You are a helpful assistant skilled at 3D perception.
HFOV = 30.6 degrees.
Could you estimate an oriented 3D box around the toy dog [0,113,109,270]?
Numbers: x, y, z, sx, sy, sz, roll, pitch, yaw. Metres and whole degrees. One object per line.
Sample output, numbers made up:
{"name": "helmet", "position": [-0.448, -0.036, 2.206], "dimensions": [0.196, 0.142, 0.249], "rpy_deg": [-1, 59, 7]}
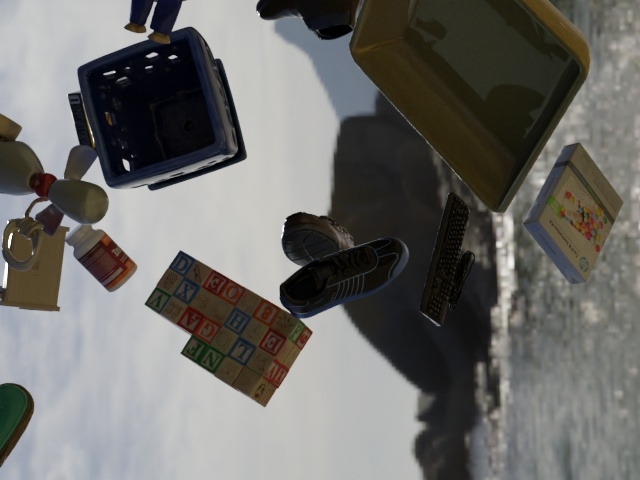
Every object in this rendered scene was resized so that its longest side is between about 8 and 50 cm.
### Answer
{"name": "toy dog", "position": [-0.499, -0.099, 2.074], "dimensions": [0.334, 0.220, 0.161], "rpy_deg": [48, -172, 24]}

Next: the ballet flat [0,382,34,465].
{"name": "ballet flat", "position": [-0.602, 0.396, 1.984], "dimensions": [0.342, 0.116, 0.124], "rpy_deg": [-60, -4, -24]}

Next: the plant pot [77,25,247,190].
{"name": "plant pot", "position": [-0.266, -0.219, 2.095], "dimensions": [0.212, 0.236, 0.236], "rpy_deg": [20, -127, -74]}

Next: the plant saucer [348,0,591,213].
{"name": "plant saucer", "position": [0.197, -0.246, 1.505], "dimensions": [0.333, 0.081, 0.333], "rpy_deg": [50, 152, 17]}

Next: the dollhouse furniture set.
{"name": "dollhouse furniture set", "position": [-0.763, 0.057, 2.776], "dimensions": [0.303, 0.286, 0.198], "rpy_deg": [-5, 78, 60]}

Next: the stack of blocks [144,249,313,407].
{"name": "stack of blocks", "position": [-0.187, 0.165, 2.220], "dimensions": [0.171, 0.297, 0.087], "rpy_deg": [-57, -26, -9]}

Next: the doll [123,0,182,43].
{"name": "doll", "position": [-0.209, -0.364, 1.553], "dimensions": [0.189, 0.129, 0.046], "rpy_deg": [-69, -13, 16]}

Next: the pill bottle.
{"name": "pill bottle", "position": [-0.472, 0.032, 2.508], "dimensions": [0.152, 0.086, 0.086], "rpy_deg": [47, -162, -14]}

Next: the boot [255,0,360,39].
{"name": "boot", "position": [-0.025, -0.399, 2.055], "dimensions": [0.082, 0.219, 0.106], "rpy_deg": [25, -121, -50]}

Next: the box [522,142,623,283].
{"name": "box", "position": [0.416, -0.046, 1.917], "dimensions": [0.145, 0.038, 0.186], "rpy_deg": [49, -124, -22]}

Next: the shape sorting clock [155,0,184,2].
{"name": "shape sorting clock", "position": [-0.268, -0.516, 2.035], "dimensions": [0.040, 0.206, 0.206], "rpy_deg": [-77, -14, -78]}

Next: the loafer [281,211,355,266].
{"name": "loafer", "position": [0.000, 0.000, 2.265], "dimensions": [0.302, 0.109, 0.095], "rpy_deg": [41, -145, -59]}

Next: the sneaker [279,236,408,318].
{"name": "sneaker", "position": [0.039, 0.056, 1.965], "dimensions": [0.081, 0.232, 0.090], "rpy_deg": [61, -179, 25]}

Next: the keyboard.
{"name": "keyboard", "position": [0.200, 0.032, 1.744], "dimensions": [0.100, 0.038, 0.192], "rpy_deg": [37, -115, -54]}

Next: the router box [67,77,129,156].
{"name": "router box", "position": [-0.421, -0.256, 2.386], "dimensions": [0.179, 0.046, 0.133], "rpy_deg": [-28, -67, -47]}
